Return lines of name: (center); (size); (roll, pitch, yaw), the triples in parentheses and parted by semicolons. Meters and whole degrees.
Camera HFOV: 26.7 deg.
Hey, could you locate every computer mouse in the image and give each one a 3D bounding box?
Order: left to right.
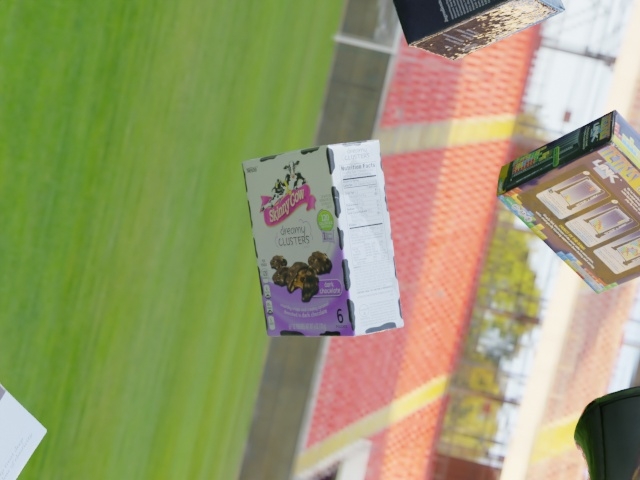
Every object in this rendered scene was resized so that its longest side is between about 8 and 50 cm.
computer mouse: (0.264, 0.180, 0.925); (0.262, 0.184, 0.060); (81, 7, -55)

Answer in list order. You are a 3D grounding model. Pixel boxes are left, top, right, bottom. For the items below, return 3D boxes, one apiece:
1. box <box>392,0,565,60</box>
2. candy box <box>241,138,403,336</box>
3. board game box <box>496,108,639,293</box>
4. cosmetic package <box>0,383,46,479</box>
box: (0.186, -0.293, 1.609); (0.156, 0.158, 0.093); (0, 70, -65)
candy box: (0.000, 0.000, 1.421); (0.165, 0.070, 0.196); (-6, -87, 55)
board game box: (0.281, -0.035, 1.327); (0.141, 0.170, 0.048); (-27, -147, 37)
cosmetic package: (-0.537, 0.209, 1.541); (0.217, 0.385, 0.156); (-58, 152, -21)
